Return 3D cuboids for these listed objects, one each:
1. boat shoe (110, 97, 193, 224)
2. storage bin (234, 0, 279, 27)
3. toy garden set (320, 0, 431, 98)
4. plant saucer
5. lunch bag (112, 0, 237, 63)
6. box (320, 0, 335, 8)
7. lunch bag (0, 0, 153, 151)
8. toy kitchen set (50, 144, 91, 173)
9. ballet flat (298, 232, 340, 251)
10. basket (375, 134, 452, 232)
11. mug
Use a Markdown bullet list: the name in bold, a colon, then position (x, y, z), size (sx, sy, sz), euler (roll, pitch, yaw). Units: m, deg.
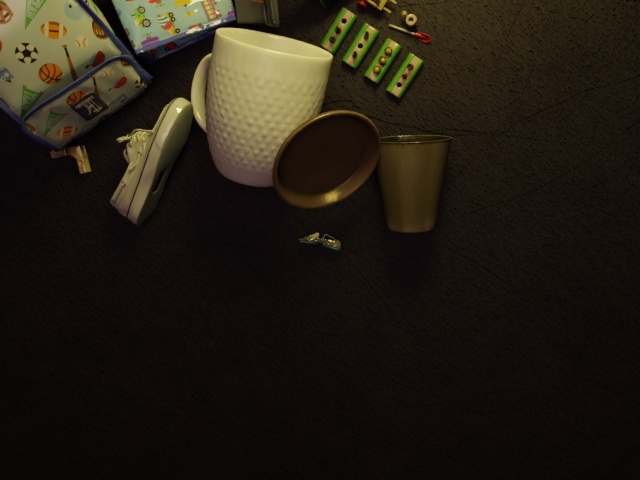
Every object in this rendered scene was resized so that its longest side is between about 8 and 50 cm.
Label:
- **boat shoe**: position (-0.459, -0.227, 1.631), size (0.156, 0.136, 0.367), euler (32, 117, 4)
- **storage bin**: position (-0.163, -0.591, 1.555), size (0.091, 0.098, 0.135), euler (-4, 101, 16)
- **toy garden set**: position (0.154, -0.506, 1.564), size (0.244, 0.049, 0.204), euler (33, 102, -3)
- **plant saucer**: position (0.012, -0.191, 1.483), size (0.277, 0.041, 0.278), euler (-18, 138, -17)
- **lunch bag**: position (-0.353, -0.604, 1.556), size (0.293, 0.138, 0.221), euler (-23, 96, -1)
- **box**: position (0.048, -0.701, 1.399), size (0.257, 0.322, 0.079), euler (-31, 67, 11)
- **lunch bag**: position (-0.637, -0.433, 1.507), size (0.327, 0.239, 0.385), euler (-35, 134, -1)
- **toy kitchen set**: position (-0.673, -0.210, 1.682), size (0.083, 0.068, 0.075), euler (-10, 101, 7)
- **ballet flat**: position (0.000, 0.000, 1.692), size (0.114, 0.041, 0.041), euler (12, 102, 2)
- **basket**: position (0.228, -0.143, 1.586), size (0.204, 0.154, 0.227), euler (0, 106, 14)
- **mug**: position (-0.176, -0.329, 1.539), size (0.374, 0.276, 0.328), euler (28, 117, 29)
